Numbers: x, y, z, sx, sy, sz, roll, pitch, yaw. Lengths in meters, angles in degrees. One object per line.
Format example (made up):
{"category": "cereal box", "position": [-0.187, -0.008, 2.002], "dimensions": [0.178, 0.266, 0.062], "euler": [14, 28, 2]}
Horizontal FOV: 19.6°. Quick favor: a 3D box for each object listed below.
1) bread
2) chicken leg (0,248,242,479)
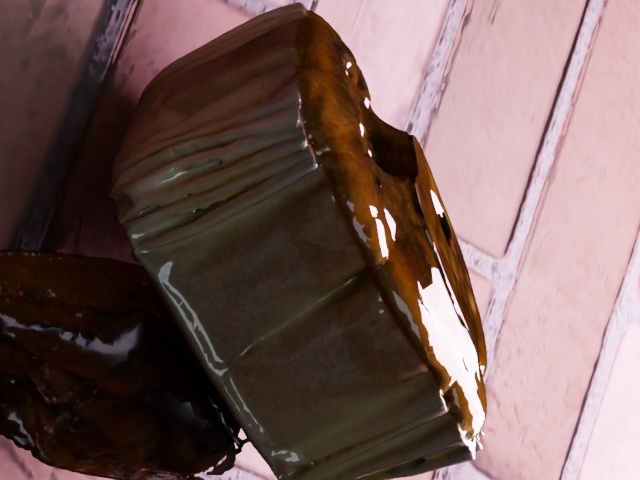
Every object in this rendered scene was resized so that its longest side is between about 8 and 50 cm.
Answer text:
{"category": "bread", "position": [0.001, 0.000, 0.835], "dimensions": [0.110, 0.210, 0.192], "euler": [-26, 104, 10]}
{"category": "chicken leg", "position": [-0.155, 0.022, 0.779], "dimensions": [0.304, 0.113, 0.093], "euler": [30, 52, -34]}
